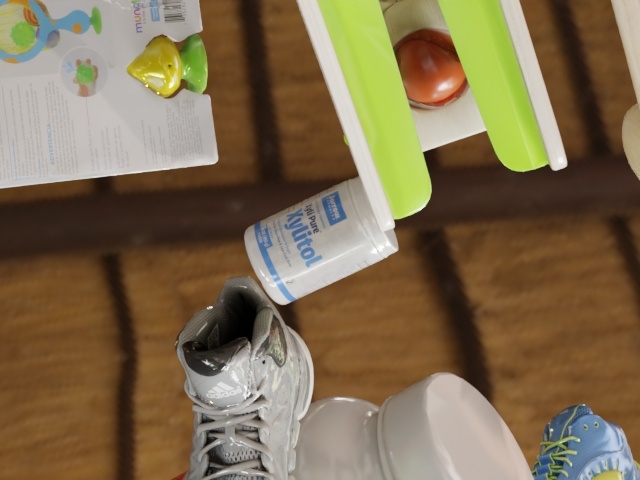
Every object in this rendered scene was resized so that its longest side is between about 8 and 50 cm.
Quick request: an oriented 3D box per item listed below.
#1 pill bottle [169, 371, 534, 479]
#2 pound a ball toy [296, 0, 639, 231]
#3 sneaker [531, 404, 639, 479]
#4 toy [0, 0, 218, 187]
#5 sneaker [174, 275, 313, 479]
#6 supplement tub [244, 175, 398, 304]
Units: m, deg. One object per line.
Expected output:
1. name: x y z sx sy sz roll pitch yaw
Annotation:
1. pill bottle: -0.021 0.280 1.706 0.229 0.408 0.229 44 -152 -31
2. pound a ball toy: 0.091 -0.154 1.175 0.135 0.208 0.319 -103 -7 -61
3. sneaker: 0.224 0.230 1.867 0.240 0.091 0.126 -5 -107 -48
4. toy: -0.192 -0.105 1.280 0.237 0.056 0.136 -7 -88 -19
5. sneaker: -0.057 0.122 1.122 0.132 0.086 0.228 72 -163 -54
6. supplement tub: 0.000 0.000 1.542 0.071 0.107 0.071 60 -169 -19
